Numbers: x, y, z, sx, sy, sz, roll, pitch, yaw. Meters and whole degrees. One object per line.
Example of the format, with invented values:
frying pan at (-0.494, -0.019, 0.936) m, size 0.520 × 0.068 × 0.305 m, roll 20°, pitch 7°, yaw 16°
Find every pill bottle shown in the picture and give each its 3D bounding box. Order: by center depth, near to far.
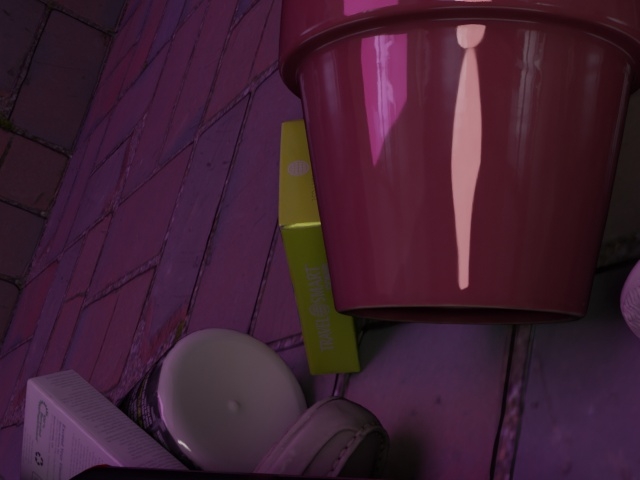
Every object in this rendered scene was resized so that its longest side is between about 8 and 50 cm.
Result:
pill bottle at (-0.125, 0.182, 0.740) m, size 0.246 × 0.131 × 0.130 m, roll -44°, pitch 32°, yaw 41°

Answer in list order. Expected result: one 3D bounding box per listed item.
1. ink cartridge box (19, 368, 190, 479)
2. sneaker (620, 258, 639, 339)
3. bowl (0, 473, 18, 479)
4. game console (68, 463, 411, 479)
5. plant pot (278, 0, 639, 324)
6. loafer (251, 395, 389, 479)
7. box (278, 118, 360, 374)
ink cartridge box at (-0.147, 0.239, 0.646) m, size 0.224 × 0.045 × 0.223 m, roll 31°, pitch 118°, yaw 39°
sneaker at (0.210, -0.024, 0.307) m, size 0.126 × 0.091 × 0.240 m, roll -45°, pitch 0°, yaw -30°
bowl at (-0.262, 0.258, 0.637) m, size 0.298 × 0.134 × 0.297 m, roll 12°, pitch 107°, yaw 44°
game console at (-0.038, 0.276, 0.388) m, size 0.387 × 0.060 × 0.341 m, roll -10°, pitch 62°, yaw 41°
plant pot at (0.075, -0.049, 0.478) m, size 0.201 × 0.201 × 0.180 m, roll -16°, pitch 70°, yaw 61°
loafer at (-0.021, 0.249, 0.515) m, size 0.112 × 0.112 × 0.319 m, roll 15°, pitch 79°, yaw 33°
box at (0.000, 0.000, 0.632) m, size 0.109 × 0.043 × 0.178 m, roll -92°, pitch -5°, yaw -45°
